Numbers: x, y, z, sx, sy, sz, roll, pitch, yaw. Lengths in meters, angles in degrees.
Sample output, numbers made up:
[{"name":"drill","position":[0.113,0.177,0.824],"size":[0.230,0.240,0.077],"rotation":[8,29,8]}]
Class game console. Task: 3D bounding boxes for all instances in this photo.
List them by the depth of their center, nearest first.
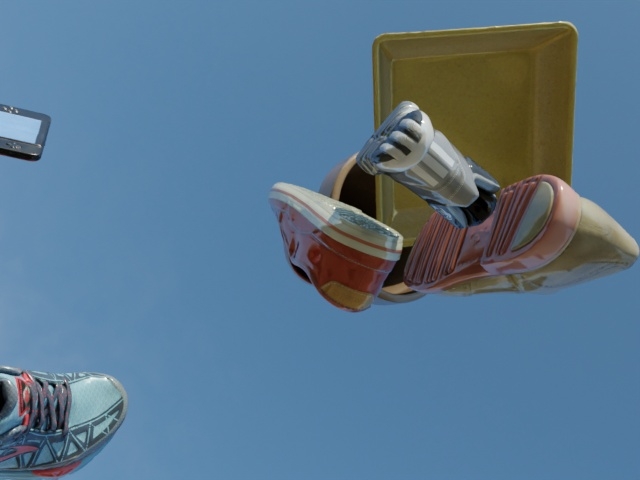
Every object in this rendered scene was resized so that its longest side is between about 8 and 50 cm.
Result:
[{"name":"game console","position":[-0.389,-0.169,1.084],"size":[0.124,0.144,0.085],"rotation":[12,-65,-16]}]

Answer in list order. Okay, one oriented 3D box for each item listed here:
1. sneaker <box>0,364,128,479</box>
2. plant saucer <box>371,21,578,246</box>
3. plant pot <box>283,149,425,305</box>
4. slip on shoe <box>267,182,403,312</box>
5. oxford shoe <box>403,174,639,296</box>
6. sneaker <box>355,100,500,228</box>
[{"name":"sneaker","position":[-0.288,0.172,0.840],"size":[0.125,0.262,0.104],"rotation":[-42,-115,43]},{"name":"plant saucer","position":[0.233,-0.171,1.419],"size":[0.333,0.081,0.332],"rotation":[-7,-72,-13]},{"name":"plant pot","position":[0.055,-0.009,1.545],"size":[0.229,0.263,0.263],"rotation":[-16,-81,51]},{"name":"slip on shoe","position":[0.000,0.000,1.051],"size":[0.123,0.331,0.101],"rotation":[18,-82,-19]},{"name":"oxford shoe","position":[0.231,0.025,1.136],"size":[0.147,0.397,0.140],"rotation":[25,-101,-16]},{"name":"sneaker","position":[0.111,-0.066,0.893],"size":[0.132,0.228,0.086],"rotation":[39,-80,-7]}]
